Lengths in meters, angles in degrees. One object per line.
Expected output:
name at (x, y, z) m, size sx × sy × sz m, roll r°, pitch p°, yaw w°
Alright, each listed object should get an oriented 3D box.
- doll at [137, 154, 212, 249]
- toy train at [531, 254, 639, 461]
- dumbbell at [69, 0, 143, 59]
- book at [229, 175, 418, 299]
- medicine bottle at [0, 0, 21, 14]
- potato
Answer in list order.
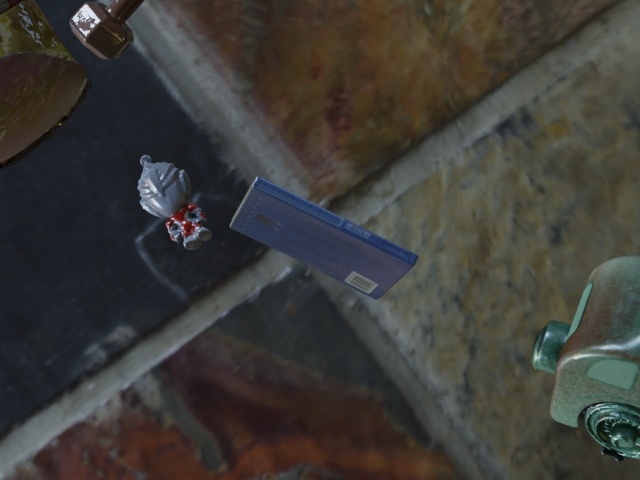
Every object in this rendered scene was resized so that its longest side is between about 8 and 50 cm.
doll at (-0.245, -0.064, 1.953) m, size 0.094 × 0.079 × 0.180 m, roll -37°, pitch 78°, yaw 9°
toy train at (0.334, 0.118, 0.960) m, size 0.327 × 0.129 × 0.159 m, roll 18°, pitch 140°, yaw 17°
dumbbell at (-0.253, -0.360, 1.675) m, size 0.082 × 0.092 × 0.231 m, roll 43°, pitch 102°, yaw -5°
book at (0.000, 0.000, 1.822) m, size 0.269 × 0.191 × 0.025 m, roll 26°, pitch 66°, yaw -5°
medicine bottle at (-0.344, -0.251, 1.146) m, size 0.217 × 0.090 × 0.090 m, roll -39°, pitch 93°, yaw -19°
potato at (-0.422, -0.229, 1.379) m, size 0.229 × 0.229 × 0.266 m, roll -47°, pitch 70°, yaw 10°
